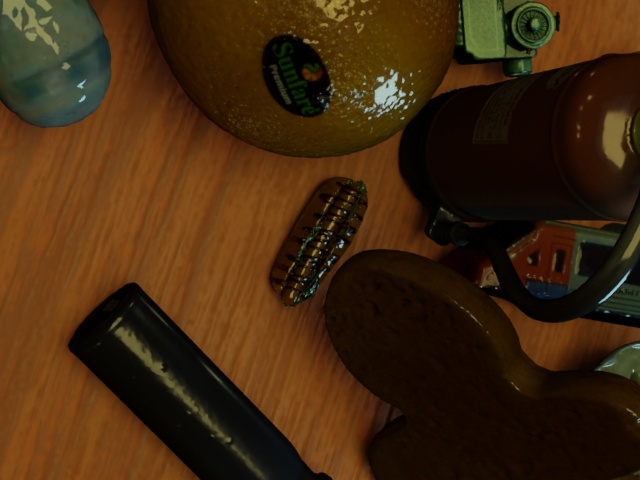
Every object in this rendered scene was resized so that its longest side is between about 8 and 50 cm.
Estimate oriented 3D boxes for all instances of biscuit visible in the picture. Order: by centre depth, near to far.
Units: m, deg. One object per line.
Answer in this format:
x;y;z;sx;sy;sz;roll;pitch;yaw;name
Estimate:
0.164;0.168;1.044;0.432;0.283;0.064;51;49;-12;biscuit

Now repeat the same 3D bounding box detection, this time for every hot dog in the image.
0.000;0.000;1.095;0.049;0.037;0.122;31;79;-15;hot dog

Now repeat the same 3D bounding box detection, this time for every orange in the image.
-0.011;-0.171;0.990;0.236;0.236;0.236;-1;92;-20;orange

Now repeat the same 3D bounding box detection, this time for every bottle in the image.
-0.089;0.144;1.046;0.082;0.072;0.244;-46;106;-9;bottle

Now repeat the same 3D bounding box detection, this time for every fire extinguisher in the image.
0.177;-0.040;0.977;0.113;0.376;0.200;6;87;-20;fire extinguisher

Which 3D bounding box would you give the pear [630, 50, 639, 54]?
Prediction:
0.277;-0.117;1.169;0.092;0.092;0.096;-6;111;-20;pear

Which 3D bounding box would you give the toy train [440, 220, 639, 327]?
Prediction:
0.299;0.035;1.181;0.410;0.086;0.089;11;87;-20;toy train

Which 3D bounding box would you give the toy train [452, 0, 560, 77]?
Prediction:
0.141;-0.221;1.126;0.100;0.070;0.171;-5;93;-10;toy train

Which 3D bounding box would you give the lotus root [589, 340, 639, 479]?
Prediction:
0.274;0.190;1.184;0.204;0.078;0.183;38;68;-21;lotus root

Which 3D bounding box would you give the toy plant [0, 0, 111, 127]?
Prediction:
-0.236;-0.229;0.905;0.247;0.247;0.332;-33;108;-17;toy plant
